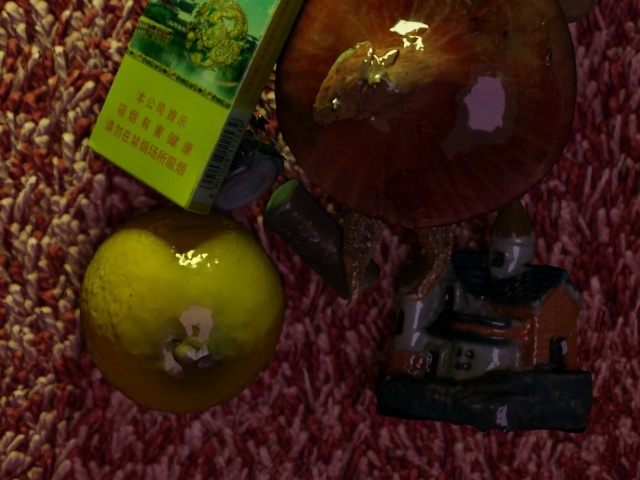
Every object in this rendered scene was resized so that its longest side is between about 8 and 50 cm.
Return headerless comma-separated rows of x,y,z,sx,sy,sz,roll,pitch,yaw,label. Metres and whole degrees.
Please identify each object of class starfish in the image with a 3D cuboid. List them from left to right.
0.086,-0.084,1.588,0.299,0.060,0.302,-38,101,-14,starfish

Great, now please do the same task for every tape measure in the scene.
-0.126,-0.127,1.528,0.107,0.104,0.180,-38,83,17,tape measure

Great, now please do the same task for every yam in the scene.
0.000,0.000,1.595,0.068,0.068,0.169,-44,117,-1,yam

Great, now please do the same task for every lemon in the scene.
-0.156,0.087,1.486,0.240,0.219,0.241,-5,111,-13,lemon

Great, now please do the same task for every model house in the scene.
0.205,0.089,1.618,0.184,0.253,0.291,7,88,-34,model house

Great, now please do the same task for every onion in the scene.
0.111,-0.188,1.425,0.353,0.353,0.354,-6,109,-17,onion

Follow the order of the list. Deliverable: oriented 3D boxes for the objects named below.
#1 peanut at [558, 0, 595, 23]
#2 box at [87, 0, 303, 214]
0.239,-0.334,1.556,0.227,0.086,0.104,24,131,-23,peanut
-0.127,-0.217,1.419,0.047,0.187,0.335,14,103,-52,box
